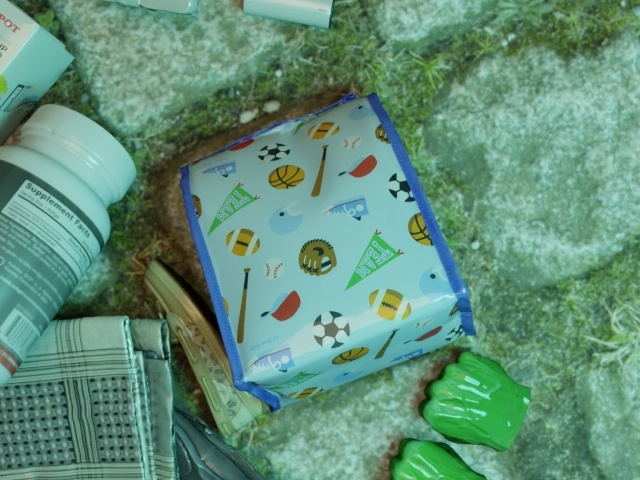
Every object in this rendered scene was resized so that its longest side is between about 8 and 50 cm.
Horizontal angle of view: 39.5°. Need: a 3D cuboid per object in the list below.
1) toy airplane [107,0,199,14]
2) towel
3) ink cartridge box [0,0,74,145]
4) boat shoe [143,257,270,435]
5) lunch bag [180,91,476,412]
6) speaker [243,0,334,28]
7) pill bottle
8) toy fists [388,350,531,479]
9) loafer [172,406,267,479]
[{"bbox_3d":[-0.224,-0.517,1.290,0.384,0.272,0.386,-35,99,37],"label":"toy airplane"},{"bbox_3d":[-0.359,0.266,1.289,0.325,0.056,0.312,-4,91,13],"label":"towel"},{"bbox_3d":[-0.518,-0.254,1.306,0.171,0.168,0.232,38,88,2],"label":"ink cartridge box"},{"bbox_3d":[-0.185,0.157,1.323,0.089,0.104,0.285,-35,90,0],"label":"boat shoe"},{"bbox_3d":[0.000,0.000,1.256,0.328,0.239,0.385,-22,66,1],"label":"lunch bag"},{"bbox_3d":[-0.049,-0.362,1.361,0.136,0.055,0.055,10,89,2],"label":"speaker"},{"bbox_3d":[-0.425,0.001,1.236,0.210,0.210,0.362,29,65,1],"label":"pill bottle"},{"bbox_3d":[0.191,0.301,1.322,0.142,0.096,0.279,27,87,-9],"label":"toy fists"},{"bbox_3d":[-0.163,0.340,1.323,0.302,0.095,0.109,40,122,19],"label":"loafer"}]
